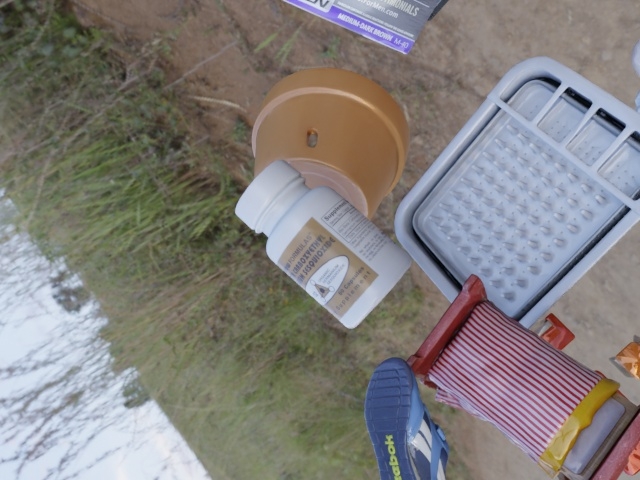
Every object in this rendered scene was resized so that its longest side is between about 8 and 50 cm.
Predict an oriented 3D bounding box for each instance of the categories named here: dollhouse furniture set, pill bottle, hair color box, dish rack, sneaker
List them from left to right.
[{"bbox_3d":[0.000,0.000,0.835,0.229,0.131,0.131,41,175,6],"label":"pill bottle"},{"bbox_3d":[0.031,-0.399,0.827,0.185,0.110,0.339,16,-145,-21],"label":"hair color box"},{"bbox_3d":[0.081,0.176,0.548,0.053,0.059,0.144,-13,84,46],"label":"sneaker"},{"bbox_3d":[0.135,0.253,0.590,0.201,0.374,0.152,33,175,29],"label":"dollhouse furniture set"},{"bbox_3d":[0.280,-0.055,0.833,0.072,0.333,0.285,19,-153,-47],"label":"dish rack"},{"bbox_3d":[0.422,0.246,0.962,0.259,0.262,0.135,47,-174,15],"label":"dollhouse furniture set"}]

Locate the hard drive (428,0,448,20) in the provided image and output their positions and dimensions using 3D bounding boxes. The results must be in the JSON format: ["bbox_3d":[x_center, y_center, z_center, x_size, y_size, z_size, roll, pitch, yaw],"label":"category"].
[{"bbox_3d":[0.186,-0.414,0.919,0.135,0.022,0.094,144,119,-62],"label":"hard drive"}]

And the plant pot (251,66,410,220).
[{"bbox_3d":[0.005,-0.126,1.073,0.203,0.291,0.291,-76,-32,-44],"label":"plant pot"}]

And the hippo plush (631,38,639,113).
[{"bbox_3d":[0.610,-0.220,0.824,0.234,0.294,0.236,44,-161,-28],"label":"hippo plush"}]
